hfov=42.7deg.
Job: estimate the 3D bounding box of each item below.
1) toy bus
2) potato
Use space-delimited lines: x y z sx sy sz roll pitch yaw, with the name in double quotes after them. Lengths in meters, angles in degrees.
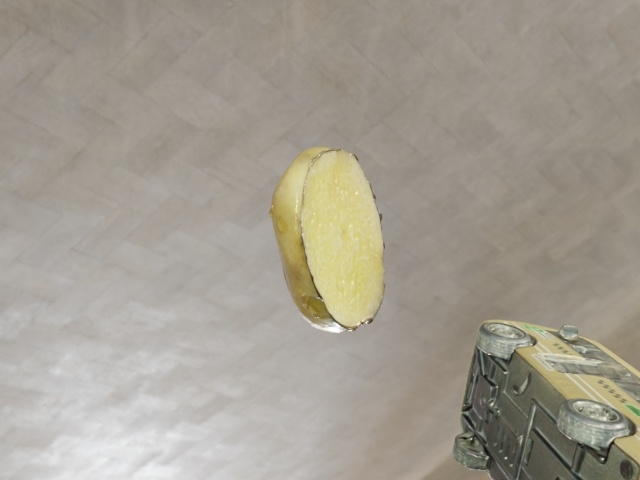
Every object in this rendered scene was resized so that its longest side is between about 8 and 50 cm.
0.282 0.220 0.868 0.201 0.365 0.177 7 104 -13 "toy bus"
0.000 0.000 0.887 0.081 0.201 0.164 -4 -170 35 "potato"
